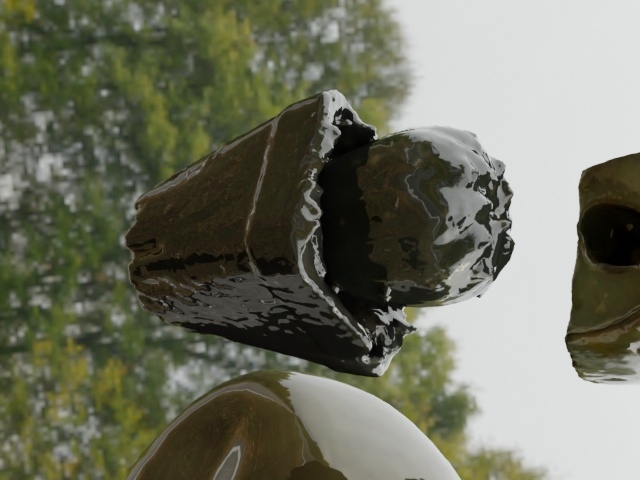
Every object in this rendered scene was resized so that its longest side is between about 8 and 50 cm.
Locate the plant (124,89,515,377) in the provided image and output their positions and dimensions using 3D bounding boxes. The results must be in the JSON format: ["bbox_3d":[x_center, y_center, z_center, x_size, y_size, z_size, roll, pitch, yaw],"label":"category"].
[{"bbox_3d":[0.000,0.000,0.883,0.164,0.256,0.142,53,36,-43],"label":"plant"}]

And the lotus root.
[{"bbox_3d":[0.270,0.028,0.965,0.314,0.210,0.142,18,64,-59],"label":"lotus root"}]

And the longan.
[{"bbox_3d":[-0.016,0.247,1.097,0.350,0.288,0.289,-169,-107,-67],"label":"longan"}]
